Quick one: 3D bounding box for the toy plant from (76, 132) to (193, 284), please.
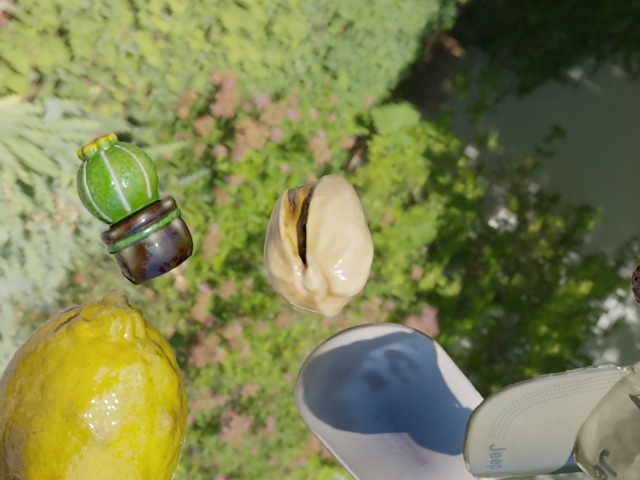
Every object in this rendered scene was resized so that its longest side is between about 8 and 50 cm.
[{"bbox_3d":[-0.207,-0.038,1.425,0.093,0.162,0.093,-26,-172,4],"label":"toy plant"}]

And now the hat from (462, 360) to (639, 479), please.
[{"bbox_3d":[0.284,0.238,1.356,0.245,0.149,0.214,-20,138,-1],"label":"hat"}]

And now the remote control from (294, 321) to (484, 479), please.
[{"bbox_3d":[0.107,0.242,1.807,0.221,0.332,0.103,-31,-149,14],"label":"remote control"}]

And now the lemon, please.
[{"bbox_3d":[-0.305,0.239,1.744,0.316,0.285,0.285,-60,171,-13],"label":"lemon"}]

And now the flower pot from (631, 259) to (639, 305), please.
[{"bbox_3d":[0.398,0.058,1.465,0.089,0.111,0.111,36,83,-39],"label":"flower pot"}]

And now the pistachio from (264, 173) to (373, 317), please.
[{"bbox_3d":[0.000,0.000,1.839,0.229,0.157,0.157,-91,-164,-44],"label":"pistachio"}]
